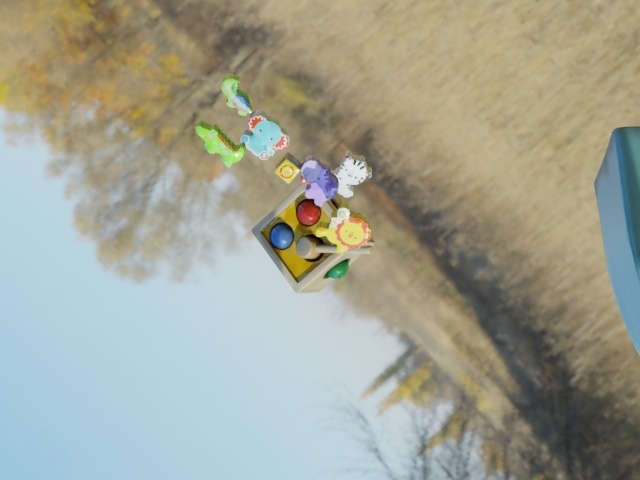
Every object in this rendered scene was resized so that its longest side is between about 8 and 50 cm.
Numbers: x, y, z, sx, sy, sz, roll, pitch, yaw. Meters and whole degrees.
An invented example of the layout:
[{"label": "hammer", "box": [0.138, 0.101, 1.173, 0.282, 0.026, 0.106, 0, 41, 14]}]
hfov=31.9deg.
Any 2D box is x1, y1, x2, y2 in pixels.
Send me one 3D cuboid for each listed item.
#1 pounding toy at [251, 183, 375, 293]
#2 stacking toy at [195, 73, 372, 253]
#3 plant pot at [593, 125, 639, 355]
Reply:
[{"label": "pounding toy", "box": [0.000, 0.000, 1.479, 0.141, 0.130, 0.100, 54, -161, 16]}, {"label": "stacking toy", "box": [-0.032, -0.095, 1.252, 0.221, 0.052, 0.167, 38, -157, -14]}, {"label": "plant pot", "box": [0.417, 0.009, 1.280, 0.165, 0.166, 0.234, 77, -168, -69]}]
